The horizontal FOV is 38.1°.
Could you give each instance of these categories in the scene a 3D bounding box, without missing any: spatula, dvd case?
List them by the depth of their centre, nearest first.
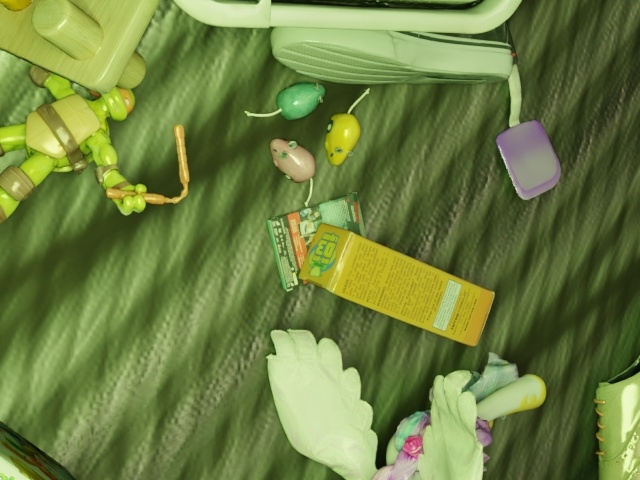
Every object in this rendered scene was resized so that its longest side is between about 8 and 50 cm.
[{"bbox_3d":[0.000,0.000,1.095,0.119,0.013,0.087,-19,103,-24],"label":"dvd case"},{"bbox_3d":[0.245,-0.202,1.192,0.084,0.030,0.297,-23,105,-25],"label":"spatula"}]

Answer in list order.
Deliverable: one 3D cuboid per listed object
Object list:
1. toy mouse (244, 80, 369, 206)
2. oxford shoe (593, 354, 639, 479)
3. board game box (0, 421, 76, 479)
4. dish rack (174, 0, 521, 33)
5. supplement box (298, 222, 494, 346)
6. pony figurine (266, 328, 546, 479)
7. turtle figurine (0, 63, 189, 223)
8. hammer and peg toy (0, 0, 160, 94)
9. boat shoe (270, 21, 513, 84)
[{"bbox_3d":[-0.018,-0.126,1.063,0.143,0.031,0.161,19,86,-27],"label":"toy mouse"},{"bbox_3d":[0.431,0.273,1.301,0.146,0.140,0.397,32,84,5],"label":"oxford shoe"},{"bbox_3d":[-0.274,0.206,0.809,0.193,0.305,0.053,45,72,-24],"label":"board game box"},{"bbox_3d":[0.029,-0.319,0.757,0.332,0.072,0.286,-3,110,-21],"label":"dish rack"},{"bbox_3d":[0.094,0.054,1.102,0.233,0.078,0.080,20,89,-32],"label":"supplement box"},{"bbox_3d":[0.111,0.261,1.060,0.363,0.302,0.351,-15,111,-41],"label":"pony figurine"},{"bbox_3d":[-0.271,-0.111,0.906,0.217,0.087,0.270,-32,86,-18],"label":"turtle figurine"},{"bbox_3d":[-0.206,-0.331,0.824,0.361,0.266,0.127,-64,157,-3],"label":"hammer and peg toy"},{"bbox_3d":[0.084,-0.247,1.071,0.335,0.121,0.119,-2,88,-38],"label":"boat shoe"}]
